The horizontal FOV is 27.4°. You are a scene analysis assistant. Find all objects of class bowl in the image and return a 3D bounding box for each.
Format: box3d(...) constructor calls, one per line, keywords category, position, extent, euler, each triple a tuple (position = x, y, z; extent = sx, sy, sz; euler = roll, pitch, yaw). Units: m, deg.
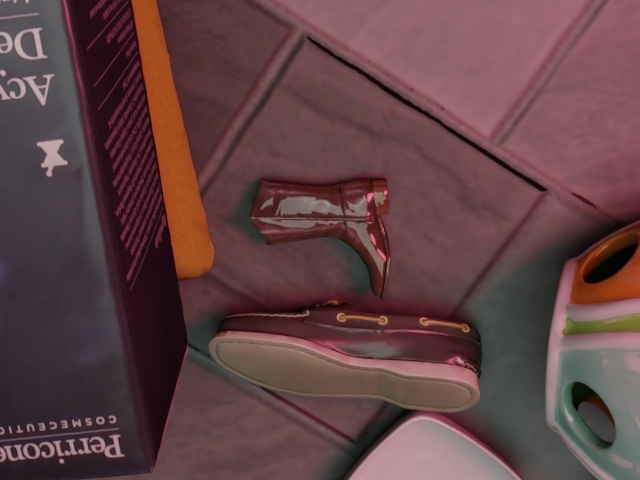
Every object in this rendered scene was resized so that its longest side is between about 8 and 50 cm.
box3d(category="bowl", position=(0.095, 0.219, 1.153), extent=(0.142, 0.053, 0.142), euler=(37, 108, -11))

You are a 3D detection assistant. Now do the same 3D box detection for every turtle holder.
box3d(category="turtle holder", position=(0.300, 0.113, 1.036), extent=(0.228, 0.243, 0.320), euler=(6, 151, 15))

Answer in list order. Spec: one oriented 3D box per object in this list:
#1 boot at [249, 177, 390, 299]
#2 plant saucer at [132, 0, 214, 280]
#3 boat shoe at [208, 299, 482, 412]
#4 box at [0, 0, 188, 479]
box3d(category="boot", position=(0.000, 0.000, 1.082), extent=(0.114, 0.037, 0.106), euler=(-3, 97, 0))
box3d(category="plant saucer", position=(-0.280, -0.085, 1.038), extent=(0.333, 0.081, 0.332), euler=(-9, 111, 5))
box3d(category="boat shoe", position=(0.022, 0.090, 1.102), extent=(0.228, 0.068, 0.081), euler=(10, 146, 0))
box3d(category="box", position=(-0.272, -0.046, 0.898), extent=(0.294, 0.212, 0.395), euler=(-6, 111, 3))
